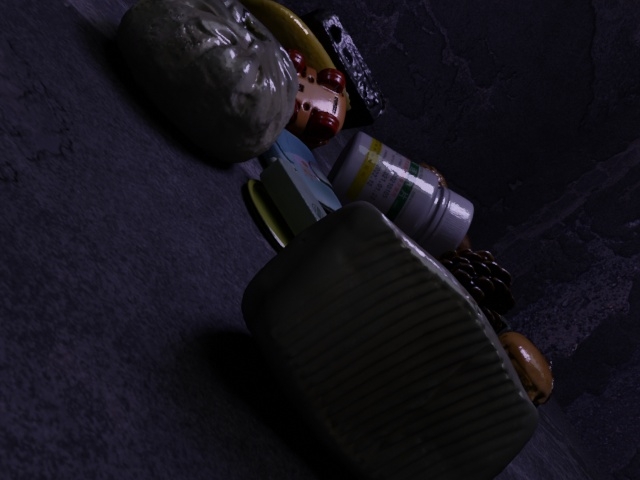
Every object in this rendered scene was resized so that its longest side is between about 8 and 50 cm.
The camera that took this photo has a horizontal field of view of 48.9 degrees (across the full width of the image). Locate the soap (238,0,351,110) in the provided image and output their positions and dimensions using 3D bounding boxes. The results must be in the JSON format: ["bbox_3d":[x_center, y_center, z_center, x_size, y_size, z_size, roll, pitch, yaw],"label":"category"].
[{"bbox_3d":[-0.112,-0.482,1.869,0.305,0.115,0.427,9,-25,39],"label":"soap"}]

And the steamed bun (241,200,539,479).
[{"bbox_3d":[0.071,0.143,0.878,0.384,0.247,0.236,49,-6,-13],"label":"steamed bun"}]

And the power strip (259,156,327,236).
[{"bbox_3d":[0.000,0.000,1.295,0.385,0.062,0.091,57,14,18],"label":"power strip"}]

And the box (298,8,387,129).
[{"bbox_3d":[-0.013,-0.463,2.004,0.350,0.091,0.359,-2,-51,50],"label":"box"}]

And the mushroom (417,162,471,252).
[{"bbox_3d":[0.286,-0.020,2.004,0.345,0.238,0.345,-22,90,-79],"label":"mushroom"}]

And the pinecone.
[{"bbox_3d":[0.312,0.142,1.621,0.257,0.243,0.244,-29,79,-37],"label":"pinecone"}]

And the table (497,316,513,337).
[{"bbox_3d":[0.488,0.279,2.086,0.175,0.146,0.062,39,18,-41],"label":"table"}]

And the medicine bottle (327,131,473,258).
[{"bbox_3d":[0.185,-0.097,1.713,0.339,0.208,0.208,28,18,-8],"label":"medicine bottle"}]

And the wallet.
[{"bbox_3d":[-0.051,-0.146,1.551,0.176,0.075,0.251,29,27,-51],"label":"wallet"}]

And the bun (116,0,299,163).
[{"bbox_3d":[-0.180,-0.309,1.246,0.360,0.211,0.360,48,15,-18],"label":"bun"}]

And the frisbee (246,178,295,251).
[{"bbox_3d":[-0.061,-0.019,1.312,0.236,0.017,0.236,48,14,-16],"label":"frisbee"}]

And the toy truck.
[{"bbox_3d":[-0.065,-0.332,1.798,0.264,0.239,0.189,20,65,-23],"label":"toy truck"}]

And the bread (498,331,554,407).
[{"bbox_3d":[0.483,0.331,1.824,0.163,0.204,0.262,48,10,-29],"label":"bread"}]
